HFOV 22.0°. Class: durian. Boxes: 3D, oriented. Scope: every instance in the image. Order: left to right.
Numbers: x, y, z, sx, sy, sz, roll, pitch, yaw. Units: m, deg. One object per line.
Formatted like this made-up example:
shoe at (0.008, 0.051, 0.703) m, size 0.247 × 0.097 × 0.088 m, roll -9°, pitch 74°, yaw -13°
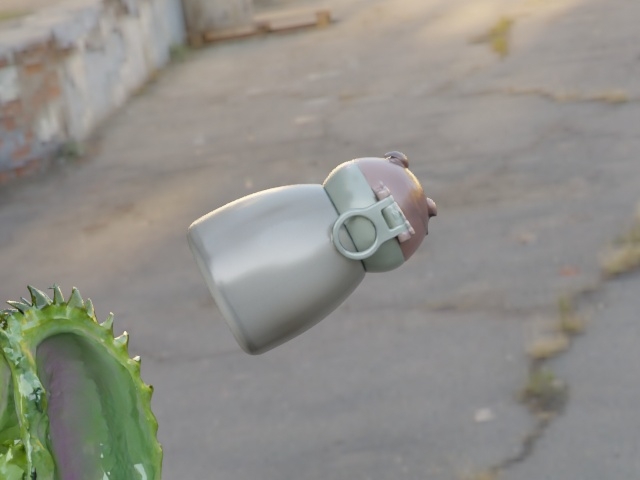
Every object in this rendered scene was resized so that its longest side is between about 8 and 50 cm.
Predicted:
durian at (-0.201, 0.208, 1.272) m, size 0.157 × 0.356 × 0.169 m, roll -2°, pitch -3°, yaw -2°

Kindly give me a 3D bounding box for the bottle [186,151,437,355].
bottle at (0.000, 0.000, 1.625) m, size 0.236 × 0.148 × 0.147 m, roll -27°, pitch 17°, yaw -2°
